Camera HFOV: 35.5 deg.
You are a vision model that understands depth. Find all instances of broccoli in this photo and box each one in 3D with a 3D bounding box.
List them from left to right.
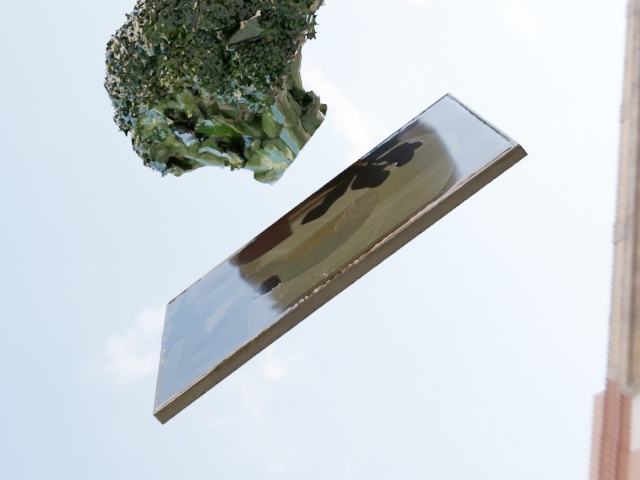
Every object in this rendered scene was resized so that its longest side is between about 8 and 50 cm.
[{"bbox_3d":[-0.063,-0.123,0.696,0.156,0.195,0.195,40,-129,-3],"label":"broccoli"}]

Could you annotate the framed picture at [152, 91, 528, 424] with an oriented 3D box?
[{"bbox_3d":[0.000,0.000,0.498,0.010,0.201,0.136,51,-173,-17],"label":"framed picture"}]
